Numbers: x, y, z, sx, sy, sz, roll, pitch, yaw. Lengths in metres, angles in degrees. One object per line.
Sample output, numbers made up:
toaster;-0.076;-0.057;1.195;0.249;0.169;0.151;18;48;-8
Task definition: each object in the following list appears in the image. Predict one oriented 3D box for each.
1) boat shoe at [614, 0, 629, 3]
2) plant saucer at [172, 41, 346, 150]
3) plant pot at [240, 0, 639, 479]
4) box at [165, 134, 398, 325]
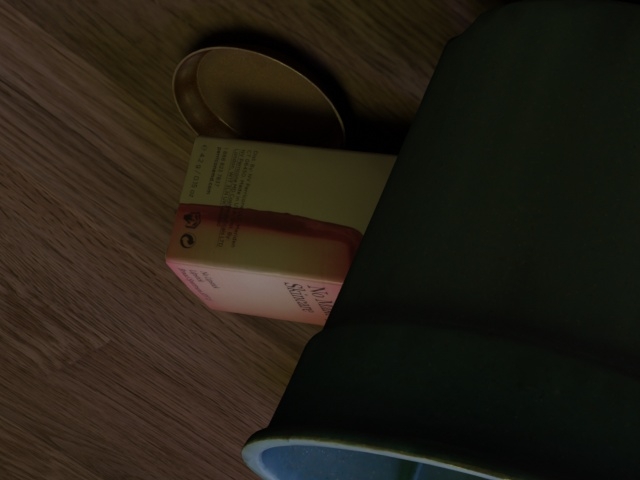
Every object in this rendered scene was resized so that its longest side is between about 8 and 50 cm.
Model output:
boat shoe;0.172;-0.163;0.866;0.190;0.068;0.072;44;154;-29
plant saucer;-0.052;-0.121;1.104;0.169;0.029;0.168;16;147;11
plant pot;0.161;0.041;0.827;0.341;0.334;0.341;17;161;6
box;0.000;0.000;1.103;0.232;0.126;0.148;7;161;16
